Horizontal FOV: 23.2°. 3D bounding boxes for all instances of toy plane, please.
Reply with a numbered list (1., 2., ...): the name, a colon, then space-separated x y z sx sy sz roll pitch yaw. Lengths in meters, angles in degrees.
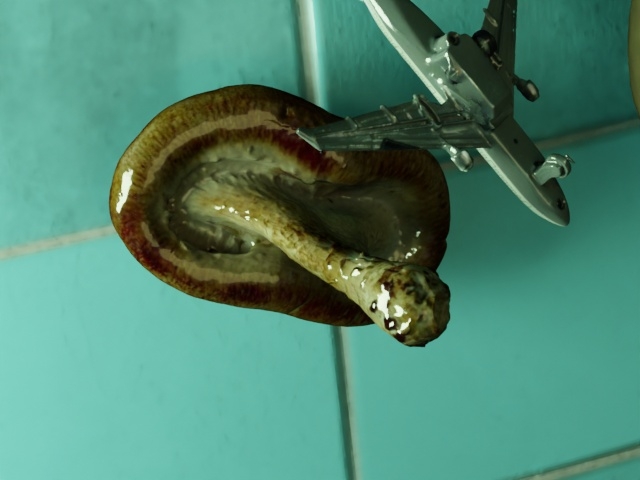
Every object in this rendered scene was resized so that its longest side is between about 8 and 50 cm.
1. toy plane: 0.080 -0.097 0.947 0.226 0.058 0.226 45 57 1

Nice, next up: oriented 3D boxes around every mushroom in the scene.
1. mushroom: 0.000 0.000 0.910 0.227 0.217 0.148 7 106 -20

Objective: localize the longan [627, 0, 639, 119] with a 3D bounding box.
1. longan: 0.327 -0.125 0.931 0.297 0.297 0.297 -5 109 -16
